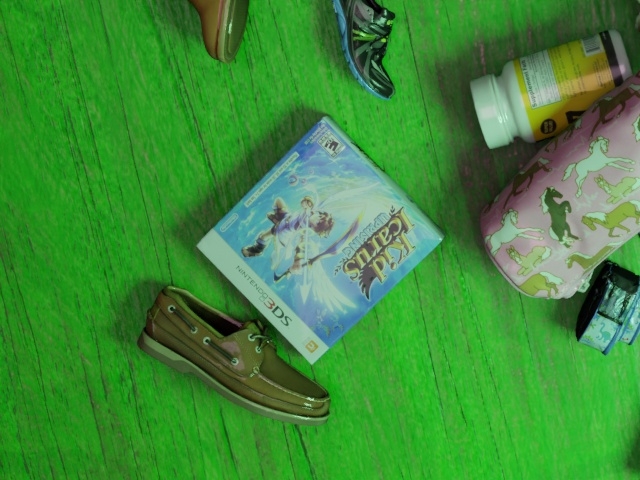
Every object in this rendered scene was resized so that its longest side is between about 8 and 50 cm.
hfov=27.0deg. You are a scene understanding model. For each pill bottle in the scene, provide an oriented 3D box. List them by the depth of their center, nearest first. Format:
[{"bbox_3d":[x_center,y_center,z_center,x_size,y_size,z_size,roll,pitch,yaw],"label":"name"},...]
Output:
[{"bbox_3d":[0.315,-0.199,1.793,0.209,0.119,0.119,-16,95,13],"label":"pill bottle"}]

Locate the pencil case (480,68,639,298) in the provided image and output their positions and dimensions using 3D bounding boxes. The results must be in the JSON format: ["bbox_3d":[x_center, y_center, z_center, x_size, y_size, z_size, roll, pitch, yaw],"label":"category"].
[{"bbox_3d":[0.382,-0.085,1.718,0.167,0.160,0.386,25,129,-26],"label":"pencil case"}]

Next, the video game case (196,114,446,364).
[{"bbox_3d":[0.000,0.000,1.910,0.244,0.061,0.269,45,103,1],"label":"video game case"}]

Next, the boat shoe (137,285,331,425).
[{"bbox_3d":[-0.116,0.166,1.928,0.307,0.111,0.104,24,103,6],"label":"boat shoe"}]

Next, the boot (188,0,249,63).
[{"bbox_3d":[-0.218,-0.384,1.870,0.220,0.109,0.283,-2,95,10],"label":"boot"}]

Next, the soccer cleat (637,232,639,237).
[{"bbox_3d":[0.573,-0.068,1.750,0.331,0.116,0.143,-5,94,20],"label":"soccer cleat"}]

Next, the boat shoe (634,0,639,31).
[{"bbox_3d":[0.463,-0.309,1.761,0.103,0.113,0.302,-38,79,14],"label":"boat shoe"}]

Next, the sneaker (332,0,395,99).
[{"bbox_3d":[0.070,-0.287,1.853,0.078,0.067,0.188,-15,92,18],"label":"sneaker"}]

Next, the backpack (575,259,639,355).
[{"bbox_3d":[0.403,0.100,1.825,0.084,0.105,0.114,27,104,6],"label":"backpack"}]
